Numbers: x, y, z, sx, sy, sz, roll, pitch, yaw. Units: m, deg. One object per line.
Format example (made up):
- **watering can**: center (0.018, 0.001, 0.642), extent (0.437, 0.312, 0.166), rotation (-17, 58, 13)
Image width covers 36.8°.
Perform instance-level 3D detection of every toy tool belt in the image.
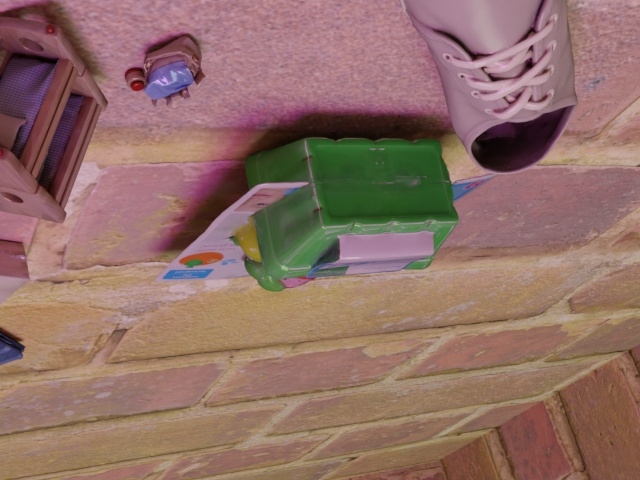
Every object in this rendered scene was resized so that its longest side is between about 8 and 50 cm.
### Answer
- **toy tool belt**: center (-0.145, -0.151, 0.904), extent (0.083, 0.051, 0.052), rotation (-25, 155, 19)

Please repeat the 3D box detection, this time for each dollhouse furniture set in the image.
- **dollhouse furniture set**: center (-0.309, -0.112, 0.839), extent (0.183, 0.129, 0.129), rotation (11, 159, 12)

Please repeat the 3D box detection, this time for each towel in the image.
- **towel**: center (-0.480, 0.151, 1.381), extent (0.067, 0.029, 0.119), rotation (-19, 157, 4)

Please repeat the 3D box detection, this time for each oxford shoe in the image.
- **oxford shoe**: center (0.176, -0.194, 0.932), extent (0.169, 0.130, 0.449), rotation (-18, 155, 7)

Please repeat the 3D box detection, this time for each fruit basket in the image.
- **fruit basket**: center (0.000, 0.000, 1.203), extent (0.327, 0.165, 0.353), rotation (-2, 156, -30)

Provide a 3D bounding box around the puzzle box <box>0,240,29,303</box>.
- **puzzle box**: center (-0.579, 0.099, 1.170), extent (0.409, 0.052, 0.272), rotation (-33, 151, 33)
